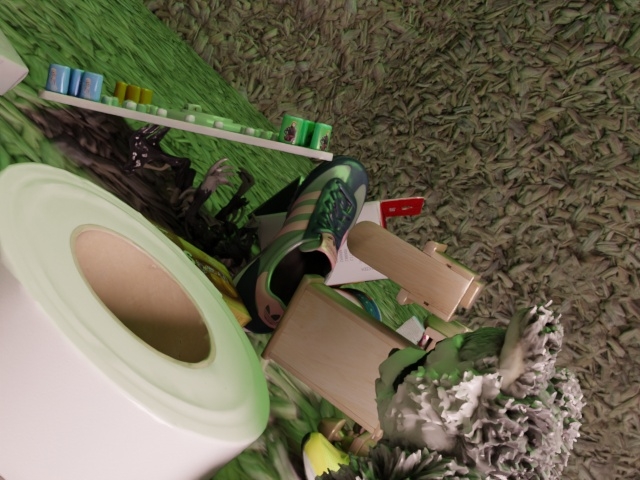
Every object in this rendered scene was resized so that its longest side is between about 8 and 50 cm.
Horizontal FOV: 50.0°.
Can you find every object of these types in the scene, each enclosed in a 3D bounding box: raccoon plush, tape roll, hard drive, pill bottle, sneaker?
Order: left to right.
[{"bbox_3d":[-0.170,0.073,0.547,0.286,0.100,0.286,46,9,-9],"label":"tape roll"},{"bbox_3d":[-0.015,0.001,1.436,0.255,0.172,0.054,46,24,-24],"label":"hard drive"},{"bbox_3d":[0.000,0.000,0.955,0.112,0.319,0.131,44,-27,-24],"label":"sneaker"},{"bbox_3d":[0.039,0.143,1.195,0.124,0.124,0.221,50,9,11],"label":"pill bottle"},{"bbox_3d":[0.064,0.285,0.779,0.208,0.094,0.081,46,10,-4],"label":"sneaker"},{"bbox_3d":[0.146,0.264,0.469,0.446,0.299,0.216,54,-5,25],"label":"raccoon plush"}]

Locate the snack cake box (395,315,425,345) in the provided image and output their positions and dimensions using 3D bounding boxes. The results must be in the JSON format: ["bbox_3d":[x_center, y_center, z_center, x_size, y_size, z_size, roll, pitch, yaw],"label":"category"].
[{"bbox_3d":[0.190,0.280,1.233,0.089,0.152,0.264,42,11,-38],"label":"snack cake box"}]

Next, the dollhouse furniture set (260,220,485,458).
[{"bbox_3d":[0.096,0.123,0.939,0.174,0.303,0.355,33,10,20],"label":"dollhouse furniture set"}]

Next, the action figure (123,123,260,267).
[{"bbox_3d":[-0.170,-0.066,1.046,0.276,0.141,0.164,46,0,1],"label":"action figure"}]

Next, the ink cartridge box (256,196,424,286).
[{"bbox_3d":[0.054,0.012,1.217,0.309,0.271,0.130,14,69,-82],"label":"ink cartridge box"}]

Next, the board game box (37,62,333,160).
[{"bbox_3d":[-0.178,-0.196,1.075,0.390,0.050,0.390,12,8,-4],"label":"board game box"}]

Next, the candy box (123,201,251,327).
[{"bbox_3d":[-0.173,0.042,0.826,0.186,0.053,0.109,41,11,-47],"label":"candy box"}]

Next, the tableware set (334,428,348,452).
[{"bbox_3d":[0.078,0.318,0.947,0.168,0.020,0.141,34,11,-47],"label":"tableware set"}]

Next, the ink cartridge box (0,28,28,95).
[{"bbox_3d":[-0.473,-0.283,0.790,0.189,0.066,0.232,52,5,22],"label":"ink cartridge box"}]
